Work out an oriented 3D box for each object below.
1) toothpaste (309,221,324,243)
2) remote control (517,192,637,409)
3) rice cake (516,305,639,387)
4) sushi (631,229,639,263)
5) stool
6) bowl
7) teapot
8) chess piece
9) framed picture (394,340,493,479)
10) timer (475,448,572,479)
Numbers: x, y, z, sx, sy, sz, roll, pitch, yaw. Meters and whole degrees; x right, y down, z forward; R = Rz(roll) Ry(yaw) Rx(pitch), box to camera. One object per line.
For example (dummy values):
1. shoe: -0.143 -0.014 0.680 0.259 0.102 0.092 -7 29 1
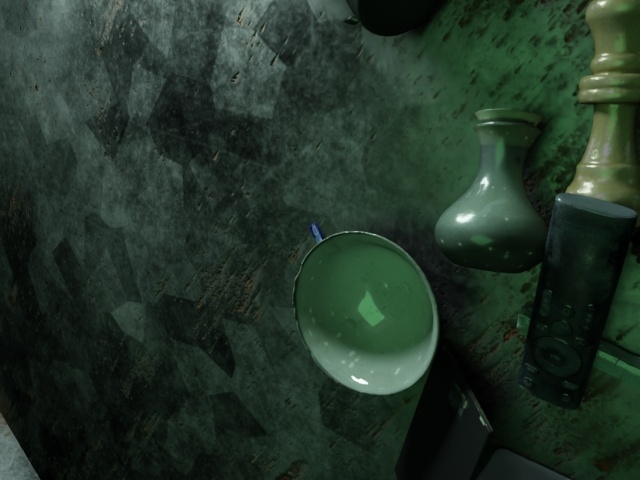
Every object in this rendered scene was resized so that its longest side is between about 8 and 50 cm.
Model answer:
1. toothpaste: 0.000 0.000 1.225 0.024 0.015 0.083 -39 72 37
2. remote control: 0.381 0.108 0.867 0.107 0.044 0.377 25 132 35
3. rice cake: 0.441 0.177 0.926 0.245 0.042 0.045 26 128 28
4. sushi: 0.553 -0.006 0.772 0.226 0.103 0.097 -31 55 39
5. stool: 0.134 -0.452 0.957 0.153 0.228 0.139 79 168 -59
6. bowl: 0.111 0.122 1.089 0.313 0.146 0.313 9 107 33
7. teapot: 0.284 -0.078 0.911 0.184 0.183 0.250 9 94 34
8. chess piece: 0.424 -0.219 0.806 0.117 0.117 0.397 9 104 34
9. framed picture: 0.214 0.395 1.047 0.014 0.255 0.338 9 112 -10
10. timer: 0.350 0.519 0.977 0.194 0.192 0.194 20 112 31
